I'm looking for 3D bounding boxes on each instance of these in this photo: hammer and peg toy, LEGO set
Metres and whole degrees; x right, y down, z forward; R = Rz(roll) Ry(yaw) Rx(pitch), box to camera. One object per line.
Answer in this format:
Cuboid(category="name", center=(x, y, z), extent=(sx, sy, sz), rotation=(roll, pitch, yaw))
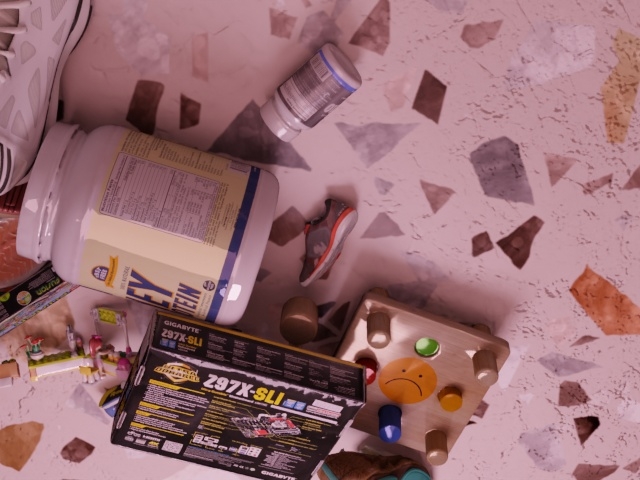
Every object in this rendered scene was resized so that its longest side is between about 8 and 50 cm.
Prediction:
Cuboid(category="hammer and peg toy", center=(0.087, 0.208, 1.581), extent=(0.361, 0.127, 0.266), rotation=(19, 120, -8))
Cuboid(category="LEGO set", center=(-0.400, 0.171, 1.590), extent=(0.287, 0.132, 0.107), rotation=(0, 107, 18))

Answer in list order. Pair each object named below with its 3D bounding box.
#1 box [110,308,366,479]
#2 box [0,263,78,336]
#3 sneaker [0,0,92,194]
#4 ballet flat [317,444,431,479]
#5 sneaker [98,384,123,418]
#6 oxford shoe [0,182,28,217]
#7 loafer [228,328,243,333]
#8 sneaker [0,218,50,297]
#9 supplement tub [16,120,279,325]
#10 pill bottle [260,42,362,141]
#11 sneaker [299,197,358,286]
Cuboid(category="box", center=(-0.126, 0.245, 1.459), extent=(0.322, 0.079, 0.257), rotation=(16, 132, -13))
Cuboid(category="box", center=(-0.463, 0.100, 1.510), extent=(0.207, 0.114, 0.036), rotation=(-33, 87, -4))
Cuboid(category="sneaker", center=(-0.407, -0.253, 1.250), extent=(0.169, 0.257, 0.448), rotation=(10, 108, -4))
Cuboid(category="ballet flat", center=(0.086, 0.398, 1.652), extent=(0.124, 0.342, 0.116), rotation=(35, 95, 28))
Cuboid(category="sneaker", center=(-0.304, 0.269, 1.672), extent=(0.144, 0.053, 0.059), rotation=(-19, 116, 22))
Cuboid(category="oxford shoe", center=(-0.585, -0.098, 1.466), extent=(0.348, 0.123, 0.130), rotation=(18, 145, -10))
Cuboid(category="loafer", center=(-0.174, 0.243, 1.637), extent=(0.078, 0.076, 0.223), rotation=(14, 116, 1))
Cuboid(category="sneaker", center=(-0.523, 0.053, 1.542), extent=(0.302, 0.121, 0.108), rotation=(-36, 91, 0))
Cuboid(category="supplement tub", center=(-0.242, -0.028, 1.401), extent=(0.324, 0.235, 0.235), rotation=(16, 118, -7))
Cuboid(category="pill bottle", center=(-0.015, -0.205, 1.384), extent=(0.137, 0.078, 0.078), rotation=(-39, 111, 21))
Cuboid(category="sneaker", center=(0.000, 0.000, 1.520), extent=(0.065, 0.061, 0.158), rotation=(37, 116, 13))
